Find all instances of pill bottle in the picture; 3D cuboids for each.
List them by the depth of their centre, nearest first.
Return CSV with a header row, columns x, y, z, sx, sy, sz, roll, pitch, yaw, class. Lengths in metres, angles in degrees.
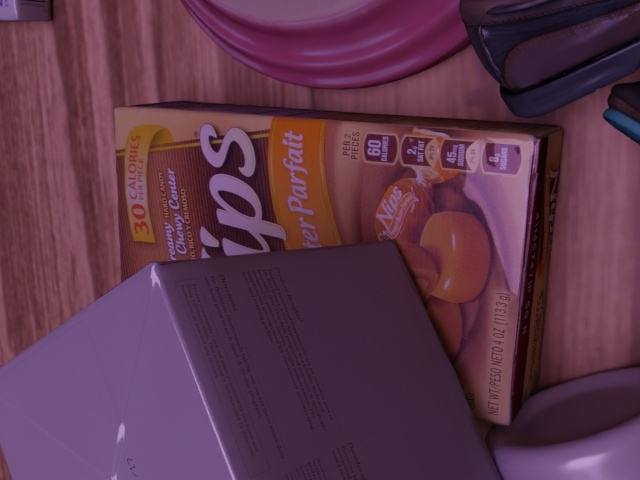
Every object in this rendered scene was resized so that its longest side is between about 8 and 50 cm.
x,y,z,sx,sy,sz,roll,pitch,yaw,class
0.199,0.206,0.469,0.131,0.131,0.229,-22,90,30,pill bottle

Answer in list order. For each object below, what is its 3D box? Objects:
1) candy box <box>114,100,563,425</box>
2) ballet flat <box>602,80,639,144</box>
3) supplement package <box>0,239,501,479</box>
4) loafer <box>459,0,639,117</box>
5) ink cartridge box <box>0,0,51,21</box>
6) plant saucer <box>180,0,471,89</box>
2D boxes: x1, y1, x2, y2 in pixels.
x,y,z,sx,sy,sz,roll,pitch,yaw,class
0.000,0.000,0.557,0.316,0.087,0.183,8,105,26,candy box
0.287,-0.021,0.403,0.280,0.095,0.096,38,107,5,ballet flat
-0.027,0.120,0.414,0.149,0.203,0.194,-30,76,32,supplement package
0.195,-0.161,0.401,0.267,0.096,0.084,-30,112,32,loafer
-0.341,-0.315,0.697,0.223,0.045,0.224,10,106,27,ink cartridge box
0.001,-0.267,0.502,0.331,0.084,0.333,7,105,27,plant saucer
